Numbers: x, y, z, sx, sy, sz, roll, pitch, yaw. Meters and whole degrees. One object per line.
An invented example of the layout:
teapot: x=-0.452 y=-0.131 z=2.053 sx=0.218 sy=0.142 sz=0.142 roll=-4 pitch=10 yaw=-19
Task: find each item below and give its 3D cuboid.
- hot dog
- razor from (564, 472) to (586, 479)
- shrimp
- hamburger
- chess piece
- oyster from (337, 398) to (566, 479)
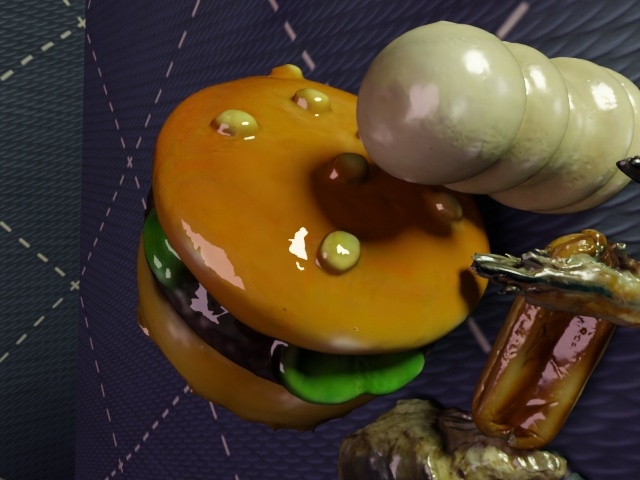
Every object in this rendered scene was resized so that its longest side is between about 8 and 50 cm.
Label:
hot dog: x=0.239 y=0.107 z=0.500 sx=0.100 sy=0.068 sz=0.249 roll=21 pitch=105 yaw=6
razor: x=0.322 y=0.306 z=0.422 sx=0.106 sy=0.068 sz=0.232 roll=-52 pitch=38 yaw=-1
shrimp: x=0.246 y=0.001 z=0.413 sx=0.046 sy=0.220 sz=0.151 roll=-91 pitch=6 yaw=-77
hamburger: x=0.000 y=0.000 z=0.542 sx=0.395 sy=0.396 sz=0.277 roll=60 pitch=141 yaw=27
chess piece: x=0.161 y=-0.100 z=0.420 sx=0.167 sy=0.300 sz=0.166 roll=4 pitch=96 yaw=47
oyster: x=0.128 y=0.297 z=0.608 sx=0.342 sy=0.111 sz=0.166 roll=-12 pitch=83 yaw=47
